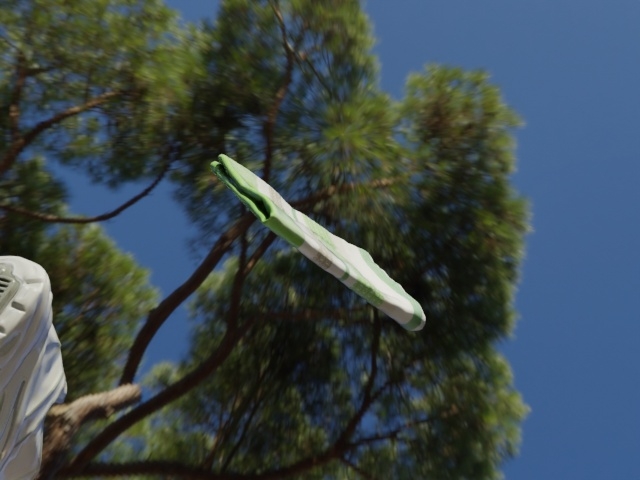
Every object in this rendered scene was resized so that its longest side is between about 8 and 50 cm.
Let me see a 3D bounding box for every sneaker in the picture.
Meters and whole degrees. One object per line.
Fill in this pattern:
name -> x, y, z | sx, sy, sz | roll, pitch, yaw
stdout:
sneaker -> -0.196, 0.119, 0.662 | 0.090, 0.232, 0.115 | 9, -45, 33

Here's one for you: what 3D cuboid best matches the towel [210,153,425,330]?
towel -> 0.000, 0.000, 0.892 | 0.152, 0.113, 0.023 | 37, -87, -34
